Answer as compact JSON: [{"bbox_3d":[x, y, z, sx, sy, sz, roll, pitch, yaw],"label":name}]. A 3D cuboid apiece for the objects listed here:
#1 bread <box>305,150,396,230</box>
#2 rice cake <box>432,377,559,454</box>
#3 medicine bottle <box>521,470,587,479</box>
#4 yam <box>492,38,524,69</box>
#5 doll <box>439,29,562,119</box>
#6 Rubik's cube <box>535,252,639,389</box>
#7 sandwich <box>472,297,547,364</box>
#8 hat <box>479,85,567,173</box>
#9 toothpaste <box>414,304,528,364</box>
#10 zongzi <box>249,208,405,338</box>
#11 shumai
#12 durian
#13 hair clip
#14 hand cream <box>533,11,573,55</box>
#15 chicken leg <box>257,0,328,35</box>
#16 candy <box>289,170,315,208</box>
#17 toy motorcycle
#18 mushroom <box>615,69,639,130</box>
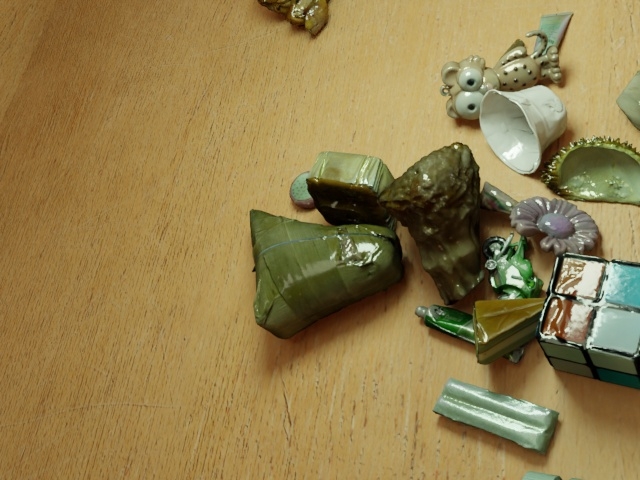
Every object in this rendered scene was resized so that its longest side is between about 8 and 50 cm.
[{"bbox_3d":[0.076,-0.105,1.655,0.210,0.192,0.109,14,59,33],"label":"bread"},{"bbox_3d":[0.327,0.328,1.346,0.226,0.040,0.085,13,70,35],"label":"rice cake"},{"bbox_3d":[0.475,0.465,1.101,0.318,0.158,0.158,1,63,31],"label":"medicine bottle"},{"bbox_3d":[0.445,-0.429,1.736,0.032,0.032,0.145,33,83,39],"label":"yam"},{"bbox_3d":[0.413,-0.379,1.649,0.278,0.154,0.119,-20,30,18],"label":"doll"},{"bbox_3d":[0.504,0.143,1.269,0.180,0.167,0.183,7,68,32],"label":"Rubik's cube"},{"bbox_3d":[0.374,0.175,1.344,0.163,0.079,0.113,-2,41,9],"label":"sandwich"},{"bbox_3d":[0.455,-0.258,1.555,0.126,0.203,0.203,-29,48,-16],"label":"hat"},{"bbox_3d":[0.303,0.179,1.449,0.248,0.046,0.078,18,59,35],"label":"toothpaste"},{"bbox_3d":[0.000,0.000,1.662,0.356,0.174,0.392,-23,47,12],"label":"zongzi"},{"bbox_3d":[0.277,-0.037,1.469,0.217,0.346,0.283,-34,79,9],"label":"shumai"},{"bbox_3d":[0.569,-0.147,1.452,0.252,0.144,0.139,6,87,27],"label":"durian"},{"bbox_3d":[0.429,-0.055,1.468,0.173,0.069,0.300,-23,34,-30],"label":"hair clip"},{"bbox_3d":[0.550,-0.488,1.706,0.076,0.047,0.174,4,56,33],"label":"hand cream"},{"bbox_3d":[-0.003,-0.751,2.139,0.410,0.182,0.295,-13,65,5],"label":"chicken leg"},{"bbox_3d":[-0.030,-0.130,1.831,0.103,0.043,0.103,-15,54,21],"label":"candy"},{"bbox_3d":[0.392,0.067,1.448,0.106,0.074,0.190,-13,55,13],"label":"toy motorcycle"},{"bbox_3d":[0.690,-0.258,1.449,0.247,0.108,0.096,59,139,41],"label":"mushroom"}]
